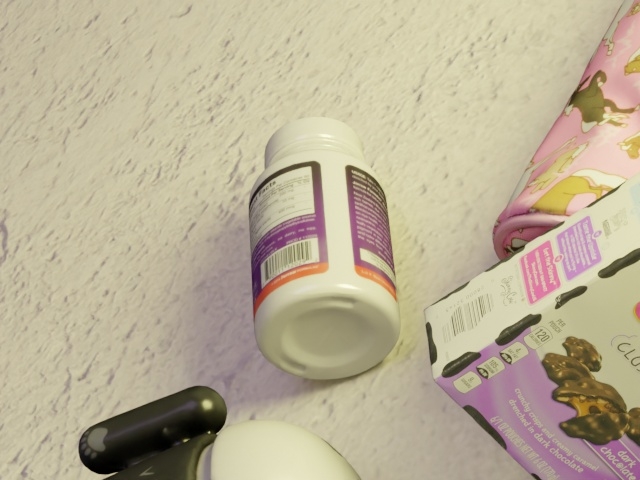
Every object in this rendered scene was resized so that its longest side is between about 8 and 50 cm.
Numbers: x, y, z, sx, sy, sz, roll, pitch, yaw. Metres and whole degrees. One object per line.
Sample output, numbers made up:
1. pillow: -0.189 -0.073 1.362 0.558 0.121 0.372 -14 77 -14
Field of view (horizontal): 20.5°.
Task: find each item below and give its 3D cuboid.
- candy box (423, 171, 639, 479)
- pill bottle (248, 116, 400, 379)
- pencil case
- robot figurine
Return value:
1. candy box: 0.190 0.062 1.081 0.196 0.165 0.070 -35 30 20
2. pill bottle: 0.000 0.000 1.340 0.108 0.108 0.193 -22 44 18
3. pencil case: 0.266 -0.119 1.218 0.167 0.160 0.386 16 64 33
4. robot figurine: -0.091 0.227 1.165 0.278 0.209 0.173 -26 15 16
